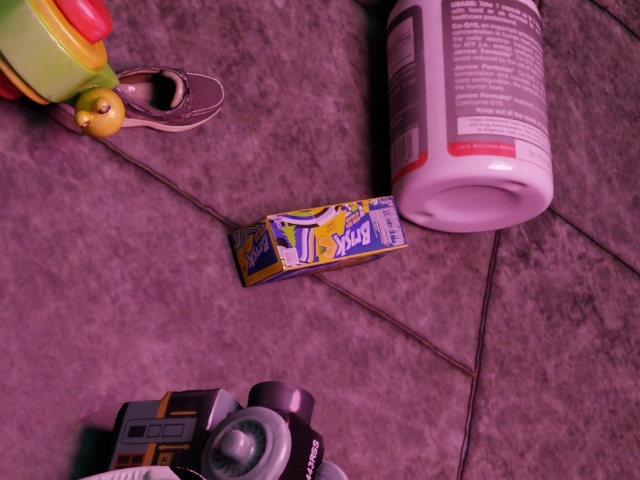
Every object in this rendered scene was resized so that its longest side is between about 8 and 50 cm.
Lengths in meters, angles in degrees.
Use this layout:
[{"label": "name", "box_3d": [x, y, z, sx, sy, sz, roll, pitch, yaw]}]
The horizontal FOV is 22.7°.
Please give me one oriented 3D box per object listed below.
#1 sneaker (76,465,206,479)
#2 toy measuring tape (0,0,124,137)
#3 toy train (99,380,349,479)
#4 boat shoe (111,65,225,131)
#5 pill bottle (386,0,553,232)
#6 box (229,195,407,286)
[{"label": "sneaker", "box_3d": [-0.181, 0.317, 1.064, 0.323, 0.130, 0.236, -30, 121, -16]}, {"label": "toy measuring tape", "box_3d": [-0.266, -0.221, 1.291, 0.330, 0.121, 0.121, 55, 45, -6]}, {"label": "toy train", "box_3d": [-0.096, 0.262, 1.201, 0.142, 0.190, 0.333, 45, 48, -46]}, {"label": "boat shoe", "box_3d": [-0.138, -0.128, 1.419, 0.152, 0.049, 0.056, -12, 81, -45]}, {"label": "pill bottle", "box_3d": [0.149, -0.165, 1.623, 0.161, 0.161, 0.283, 17, 62, -38]}, {"label": "box", "box_3d": [0.000, 0.000, 1.488, 0.169, 0.059, 0.054, -9, 79, -45]}]
